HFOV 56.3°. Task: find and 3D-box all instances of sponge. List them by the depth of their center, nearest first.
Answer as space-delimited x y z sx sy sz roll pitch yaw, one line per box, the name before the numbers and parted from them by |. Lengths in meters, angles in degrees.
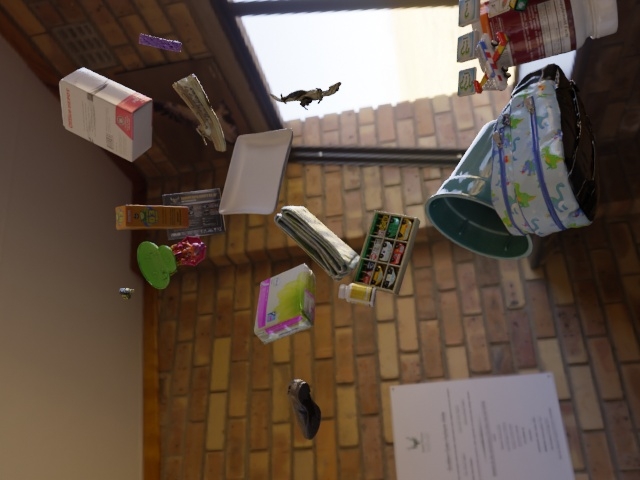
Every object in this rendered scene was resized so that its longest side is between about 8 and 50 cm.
sponge | -0.482 -0.593 1.793 0.210 0.117 0.031 -132 51 -66

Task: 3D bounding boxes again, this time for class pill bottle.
pill bottle | 0.663 -0.662 1.800 0.224 0.392 0.224 -11 -90 -70
pill bottle | 0.120 0.174 1.938 0.065 0.116 0.065 10 -90 -79

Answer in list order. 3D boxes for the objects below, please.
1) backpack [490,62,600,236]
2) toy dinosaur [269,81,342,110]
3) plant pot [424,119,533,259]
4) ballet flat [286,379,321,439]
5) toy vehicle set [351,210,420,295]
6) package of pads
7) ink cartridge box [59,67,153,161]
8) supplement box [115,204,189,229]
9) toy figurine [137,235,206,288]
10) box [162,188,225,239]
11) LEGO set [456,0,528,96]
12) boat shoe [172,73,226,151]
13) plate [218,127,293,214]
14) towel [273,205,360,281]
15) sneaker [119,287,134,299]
backpack | 0.514 -0.173 1.360 0.290 0.273 0.356 50 -154 -39
toy dinosaur | -0.064 -0.459 1.917 0.118 0.268 0.064 -52 -43 -56
plant pot | 0.551 -0.169 1.847 0.334 0.341 0.341 -59 -25 -17
ballet flat | -0.051 0.480 1.705 0.084 0.058 0.250 -53 -37 -36
toy vehicle set | 0.220 0.039 2.011 0.035 0.166 0.267 33 -108 -53
package of pads | -0.131 0.241 2.344 0.101 0.229 0.296 54 -158 -33
ink cartridge box | -0.716 -0.424 2.010 0.117 0.283 0.207 -55 -12 -44
supplement box | -0.563 -0.076 2.010 0.233 0.080 0.078 -2 -92 -41
toy figurine | -0.365 0.033 1.566 0.159 0.173 0.130 -27 -87 -44
box | -0.507 -0.105 2.402 0.056 0.231 0.183 176 86 -81
LEGO set | 0.277 -0.348 1.040 0.244 0.060 0.182 -139 48 -74
boat shoe | -0.419 -0.437 2.107 0.285 0.089 0.104 65 171 -8
plate | -0.198 -0.210 1.899 0.045 0.277 0.278 23 -104 -44
towel | 0.000 0.000 2.153 0.320 0.090 0.374 45 -172 5
sneaker | -0.616 0.171 1.901 0.083 0.031 0.035 23 -103 -82
